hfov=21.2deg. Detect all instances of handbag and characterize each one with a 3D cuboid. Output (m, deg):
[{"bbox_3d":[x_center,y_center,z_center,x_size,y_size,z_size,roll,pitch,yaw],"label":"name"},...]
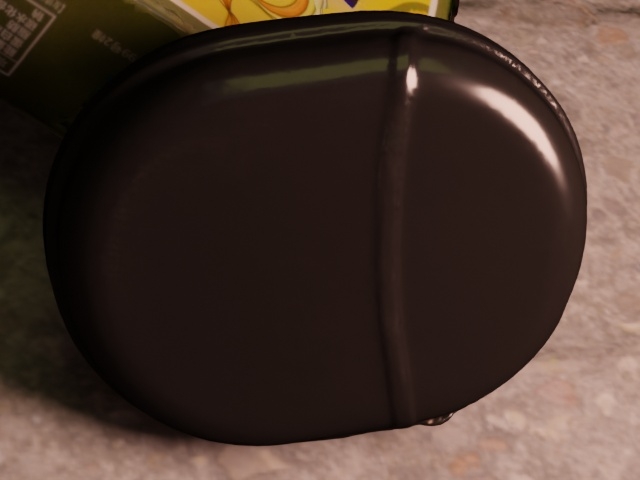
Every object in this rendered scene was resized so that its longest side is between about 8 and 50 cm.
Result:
[{"bbox_3d":[0.000,0.001,0.958,0.307,0.254,0.093,-7,21,-5],"label":"handbag"}]

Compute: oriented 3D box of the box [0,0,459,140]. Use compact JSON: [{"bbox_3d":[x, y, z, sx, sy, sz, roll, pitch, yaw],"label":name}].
[{"bbox_3d":[-0.104,-0.224,1.113,0.420,0.138,0.373,33,41,-19],"label":"box"}]
